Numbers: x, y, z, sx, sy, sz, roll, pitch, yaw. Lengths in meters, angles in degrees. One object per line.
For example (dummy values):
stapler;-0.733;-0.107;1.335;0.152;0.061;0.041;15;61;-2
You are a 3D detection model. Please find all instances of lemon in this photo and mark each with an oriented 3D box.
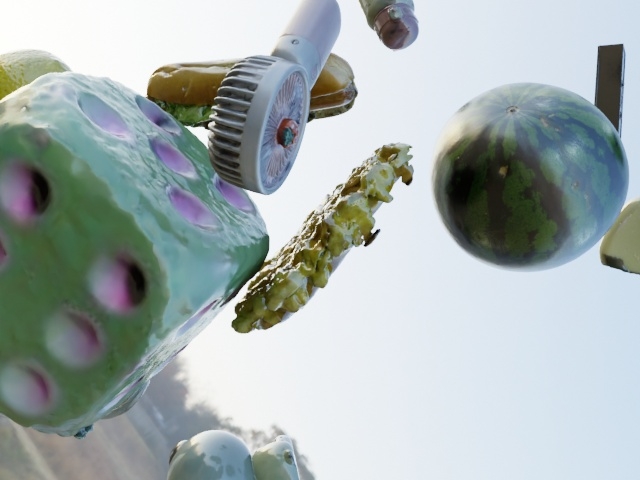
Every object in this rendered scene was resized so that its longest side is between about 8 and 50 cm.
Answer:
lemon;-0.486;-0.221;1.294;0.178;0.203;0.178;51;-23;31

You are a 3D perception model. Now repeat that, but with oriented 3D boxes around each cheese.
cheese;0.611;-0.057;1.470;0.127;0.054;0.251;15;-73;9

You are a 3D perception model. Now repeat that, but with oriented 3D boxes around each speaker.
speaker;0.492;-0.239;1.344;0.046;0.191;0.040;1;-15;28

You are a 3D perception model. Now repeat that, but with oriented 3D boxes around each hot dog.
hot dog;-0.112;-0.217;1.201;0.135;0.337;0.100;49;39;-78

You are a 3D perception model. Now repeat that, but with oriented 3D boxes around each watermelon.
watermelon;0.302;-0.093;1.159;0.285;0.285;0.285;45;-23;25

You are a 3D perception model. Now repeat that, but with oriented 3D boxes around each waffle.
waffle;0.000;0.000;1.043;0.068;0.325;0.302;39;-18;-8

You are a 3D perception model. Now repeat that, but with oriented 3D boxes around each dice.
dice;-0.278;0.012;0.946;0.318;0.322;0.330;46;17;2

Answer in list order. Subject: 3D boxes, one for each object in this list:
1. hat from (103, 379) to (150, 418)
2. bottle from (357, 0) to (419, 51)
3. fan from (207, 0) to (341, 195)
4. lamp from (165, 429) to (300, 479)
hat;-0.367;0.252;1.368;0.173;0.144;0.166;117;-20;-59
bottle;0.141;-0.511;1.705;0.110;0.110;0.233;93;-18;-58
fan;-0.035;-0.156;0.788;0.074;0.244;0.130;17;-31;14
lamp;-0.161;0.440;1.451;0.198;0.244;0.197;170;-90;-83
